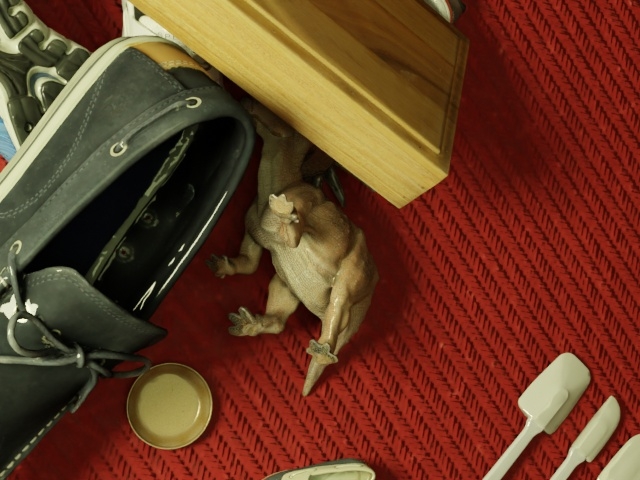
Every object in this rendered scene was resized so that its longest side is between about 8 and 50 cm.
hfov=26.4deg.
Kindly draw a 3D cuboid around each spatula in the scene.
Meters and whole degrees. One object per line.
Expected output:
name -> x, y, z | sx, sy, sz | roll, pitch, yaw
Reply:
spatula -> 0.237, 0.255, 1.422 | 0.168, 0.019, 0.242 | 44, 80, -16

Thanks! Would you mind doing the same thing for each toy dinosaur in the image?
toy dinosaur -> 0.000, 0.000, 1.318 | 0.200, 0.127, 0.295 | -42, 120, -47

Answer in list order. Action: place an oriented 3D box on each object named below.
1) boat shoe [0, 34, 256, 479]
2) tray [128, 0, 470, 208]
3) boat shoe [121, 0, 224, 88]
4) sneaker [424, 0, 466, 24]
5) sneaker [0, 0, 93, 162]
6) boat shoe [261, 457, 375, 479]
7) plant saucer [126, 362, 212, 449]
boat shoe -> -0.224, 0.056, 1.146 | 0.500, 0.156, 0.187 | -57, 144, -7
tray -> -0.040, -0.228, 1.234 | 0.411, 0.076, 0.203 | 37, 43, -23
boat shoe -> -0.142, -0.192, 1.286 | 0.098, 0.096, 0.277 | -11, 91, -14
sneaker -> 0.095, -0.284, 1.382 | 0.065, 0.061, 0.158 | -33, 99, -40
sneaker -> -0.284, -0.148, 1.240 | 0.130, 0.147, 0.330 | -47, 119, -21
boat shoe -> -0.012, 0.247, 1.341 | 0.137, 0.043, 0.049 | -15, 95, -13
plant saucer -> -0.147, 0.160, 1.320 | 0.083, 0.015, 0.083 | 0, 90, -15
